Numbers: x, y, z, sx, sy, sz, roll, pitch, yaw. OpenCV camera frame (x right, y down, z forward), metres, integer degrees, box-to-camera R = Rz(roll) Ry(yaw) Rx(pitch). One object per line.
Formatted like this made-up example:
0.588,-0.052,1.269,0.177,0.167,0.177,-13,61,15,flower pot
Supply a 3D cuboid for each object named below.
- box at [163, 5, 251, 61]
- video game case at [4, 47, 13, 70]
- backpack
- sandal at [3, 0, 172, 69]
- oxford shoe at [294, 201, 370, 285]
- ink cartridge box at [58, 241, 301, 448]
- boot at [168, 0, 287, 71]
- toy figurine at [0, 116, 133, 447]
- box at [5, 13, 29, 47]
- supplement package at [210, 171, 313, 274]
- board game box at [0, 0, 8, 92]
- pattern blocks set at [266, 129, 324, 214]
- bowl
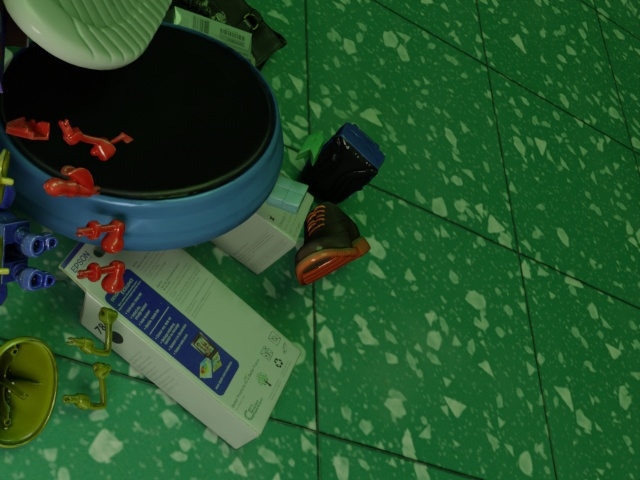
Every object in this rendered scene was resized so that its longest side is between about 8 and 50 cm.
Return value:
-0.177,-0.249,1.578,0.145,0.038,0.186,12,72,-37,box
-0.434,-0.090,1.117,0.026,0.227,0.206,38,42,-12,video game case
0.036,-0.121,1.665,0.098,0.120,0.101,44,31,-6,backpack
-0.289,-0.287,1.294,0.169,0.102,0.416,52,22,-10,sandal
0.000,0.000,1.508,0.098,0.097,0.271,62,10,2,oxford shoe
-0.186,0.105,1.334,0.333,0.065,0.165,43,41,-12,ink cartridge box
-0.178,-0.353,1.665,0.229,0.091,0.263,55,47,-9,boot
-0.366,0.025,1.174,0.191,0.217,0.362,-15,115,-54,toy figurine
-0.469,-0.359,1.281,0.203,0.167,0.168,-1,59,-18,box
-0.118,-0.056,1.482,0.179,0.105,0.105,36,45,-17,supplement package
-0.510,-0.225,1.069,0.347,0.078,0.233,-8,41,-8,board game box
-0.158,-0.148,1.421,0.325,0.026,0.285,12,46,-2,pattern blocks set
-0.237,-0.155,1.335,0.391,0.077,0.391,7,46,-7,bowl
